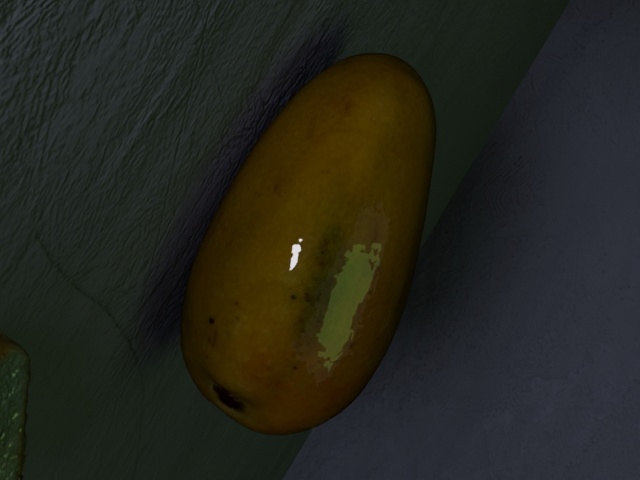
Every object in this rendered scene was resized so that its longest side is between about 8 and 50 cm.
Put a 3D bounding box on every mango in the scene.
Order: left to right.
[{"bbox_3d":[0.000,0.000,1.439,0.446,0.232,0.300,-66,163,0],"label":"mango"}]

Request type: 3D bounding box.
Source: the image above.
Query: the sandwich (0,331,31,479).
[{"bbox_3d":[-0.305,0.173,0.965,0.214,0.065,0.186,-41,149,-55],"label":"sandwich"}]
